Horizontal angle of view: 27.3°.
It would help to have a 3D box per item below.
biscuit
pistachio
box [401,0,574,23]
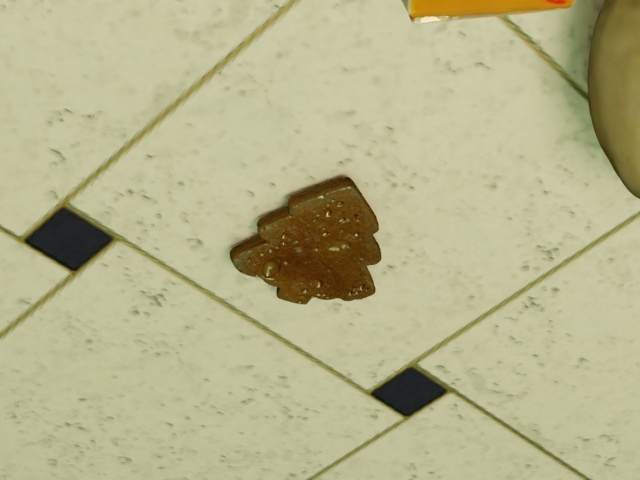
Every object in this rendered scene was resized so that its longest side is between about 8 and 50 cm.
[{"bbox_3d":[0.000,0.000,1.000,0.119,0.019,0.130,15,131,-18],"label":"biscuit"},{"bbox_3d":[0.234,-0.098,0.852,0.124,0.124,0.185,-16,130,11],"label":"pistachio"},{"bbox_3d":[0.067,-0.270,0.609,0.091,0.220,0.274,-5,136,-7],"label":"box"}]
